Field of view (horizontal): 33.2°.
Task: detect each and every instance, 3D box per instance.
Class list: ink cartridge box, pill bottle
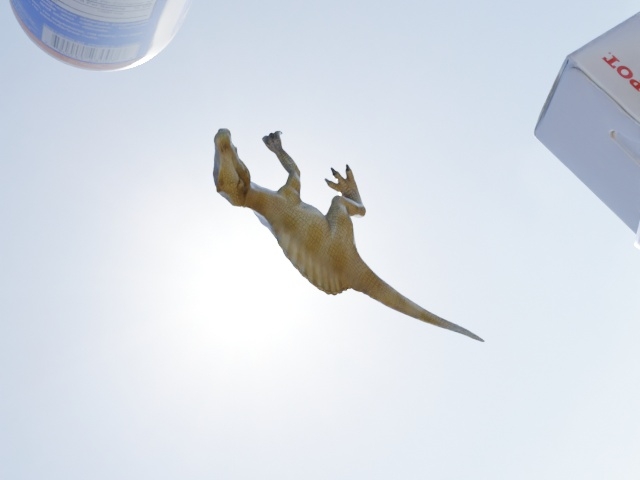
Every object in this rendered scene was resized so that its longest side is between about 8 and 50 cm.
[{"bbox_3d":[0.366,-0.124,0.980,0.278,0.201,0.117,-32,-22,-25],"label":"ink cartridge box"},{"bbox_3d":[-0.149,-0.235,0.779,0.152,0.152,0.272,-47,5,-20],"label":"pill bottle"}]

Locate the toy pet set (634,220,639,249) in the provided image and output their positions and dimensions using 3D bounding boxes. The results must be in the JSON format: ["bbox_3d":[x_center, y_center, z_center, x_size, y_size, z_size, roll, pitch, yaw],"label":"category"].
[{"bbox_3d":[0.191,-0.012,0.521,0.065,0.122,0.114,-30,7,6],"label":"toy pet set"}]

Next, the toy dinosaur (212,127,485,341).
[{"bbox_3d":[0.000,0.000,0.558,0.183,0.093,0.053,36,-67,-28],"label":"toy dinosaur"}]
